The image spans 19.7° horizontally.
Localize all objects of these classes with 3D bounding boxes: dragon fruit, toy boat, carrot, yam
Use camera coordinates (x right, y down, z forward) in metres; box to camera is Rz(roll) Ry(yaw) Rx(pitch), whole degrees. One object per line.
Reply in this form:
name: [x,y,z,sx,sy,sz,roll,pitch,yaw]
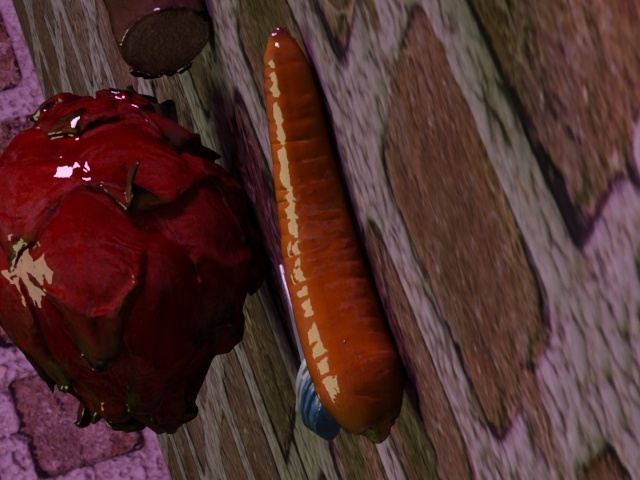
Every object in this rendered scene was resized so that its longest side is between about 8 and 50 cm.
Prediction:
dragon fruit: [-0.161,0.018,1.533,0.244,0.244,0.298,-177,71,-78]
toy boat: [-0.016,0.095,1.434,0.149,0.034,0.105,-122,22,-53]
carrot: [0.000,0.000,1.182,0.066,0.062,0.271,6,-111,-67]
yam: [-0.143,-0.201,1.512,0.084,0.084,0.127,88,160,-51]
